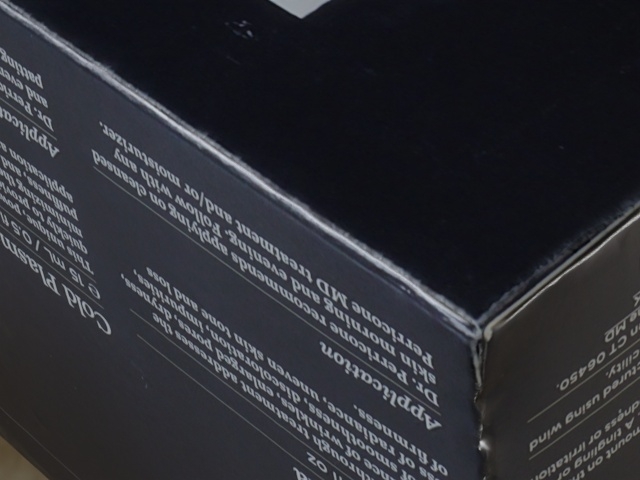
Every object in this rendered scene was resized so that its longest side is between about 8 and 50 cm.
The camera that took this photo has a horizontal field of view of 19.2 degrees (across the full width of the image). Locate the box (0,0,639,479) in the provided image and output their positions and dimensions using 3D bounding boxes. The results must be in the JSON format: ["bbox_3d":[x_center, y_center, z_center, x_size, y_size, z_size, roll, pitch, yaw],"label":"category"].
[{"bbox_3d":[0.000,0.000,0.679,0.179,0.313,0.343,-37,-127,-25],"label":"box"}]
